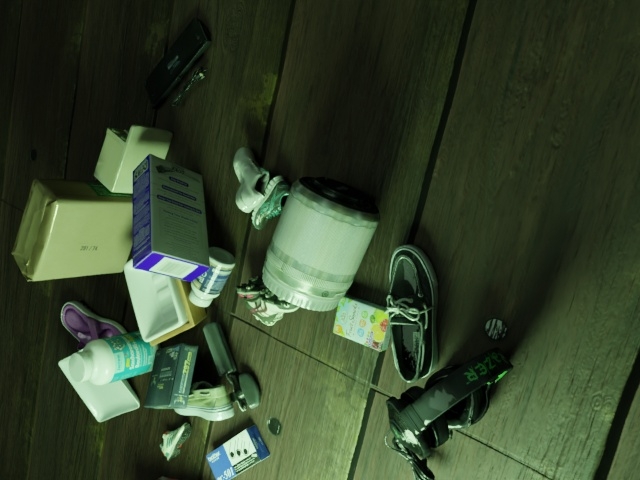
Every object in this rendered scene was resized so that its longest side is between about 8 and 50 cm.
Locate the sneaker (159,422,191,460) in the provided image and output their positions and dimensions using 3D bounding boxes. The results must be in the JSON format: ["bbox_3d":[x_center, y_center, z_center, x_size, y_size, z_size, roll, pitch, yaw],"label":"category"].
[{"bbox_3d":[-0.481,0.642,1.635,0.075,0.057,0.161,38,115,21],"label":"sneaker"}]

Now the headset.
[{"bbox_3d":[0.256,0.371,1.032,0.185,0.244,0.394,56,140,25],"label":"headset"}]

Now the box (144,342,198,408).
[{"bbox_3d":[-0.461,0.420,1.537,0.233,0.059,0.183,-24,54,51],"label":"box"}]

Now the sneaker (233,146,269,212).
[{"bbox_3d":[-0.179,-0.180,1.368,0.094,0.080,0.212,-29,54,30],"label":"sneaker"}]

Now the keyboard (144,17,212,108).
[{"bbox_3d":[-0.445,-0.530,1.586,0.317,0.033,0.201,-37,65,30],"label":"keyboard"}]

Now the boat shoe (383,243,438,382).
[{"bbox_3d":[0.196,0.163,1.131,0.113,0.105,0.306,0,92,34],"label":"boat shoe"}]

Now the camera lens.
[{"bbox_3d":[0.000,0.000,1.189,0.219,0.219,0.274,31,109,29],"label":"camera lens"}]

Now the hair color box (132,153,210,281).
[{"bbox_3d":[-0.433,-0.065,1.443,0.110,0.185,0.338,-32,54,32],"label":"hair color box"}]

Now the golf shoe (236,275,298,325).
[{"bbox_3d":[-0.118,0.165,1.331,0.273,0.105,0.120,3,116,57],"label":"golf shoe"}]

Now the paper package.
[{"bbox_3d":[-0.794,-0.040,1.661,0.168,0.325,0.309,39,113,27],"label":"paper package"}]

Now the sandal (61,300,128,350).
[{"bbox_3d":[-0.855,0.354,1.851,0.416,0.102,0.169,18,103,32],"label":"sandal"}]

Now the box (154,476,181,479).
[{"bbox_3d":[-0.456,0.857,1.570,0.300,0.154,0.142,-9,87,35],"label":"box"}]

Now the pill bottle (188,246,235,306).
[{"bbox_3d":[-0.327,0.111,1.490,0.094,0.094,0.169,40,113,26],"label":"pill bottle"}]

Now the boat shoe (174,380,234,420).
[{"bbox_3d":[-0.347,0.466,1.492,0.302,0.109,0.094,-13,81,47],"label":"boat shoe"}]

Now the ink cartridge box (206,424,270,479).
[{"bbox_3d":[-0.248,0.638,1.485,0.207,0.046,0.097,-41,69,28],"label":"ink cartridge box"}]

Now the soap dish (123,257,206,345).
[{"bbox_3d":[-0.492,0.163,1.590,0.229,0.118,0.290,-28,77,32],"label":"soap dish"}]

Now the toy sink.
[{"bbox_3d":[-0.612,-0.284,1.635,0.131,0.153,0.234,37,112,28],"label":"toy sink"}]

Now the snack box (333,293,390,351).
[{"bbox_3d":[0.106,0.201,1.234,0.141,0.037,0.100,17,100,33],"label":"snack box"}]

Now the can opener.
[{"bbox_3d":[-0.263,0.369,1.483,0.093,0.074,0.280,-27,76,-4],"label":"can opener"}]

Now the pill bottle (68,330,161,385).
[{"bbox_3d":[-0.664,0.382,1.625,0.146,0.264,0.146,2,93,34],"label":"pill bottle"}]

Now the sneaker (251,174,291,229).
[{"bbox_3d":[-0.128,-0.092,1.370,0.076,0.065,0.166,39,114,22],"label":"sneaker"}]

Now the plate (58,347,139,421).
[{"bbox_3d":[-0.791,0.508,1.807,0.277,0.045,0.278,-28,98,33],"label":"plate"}]
